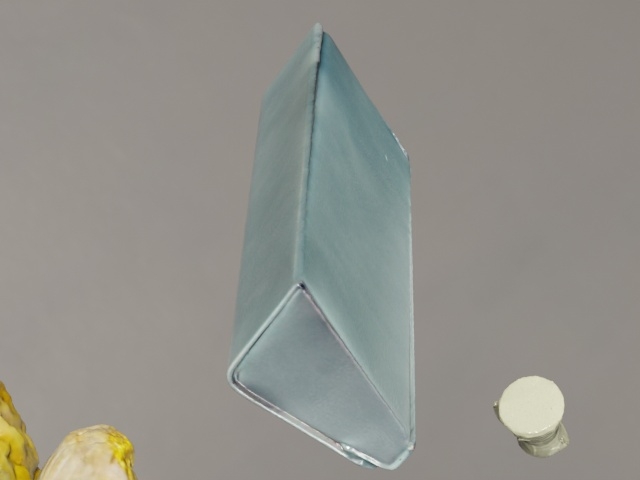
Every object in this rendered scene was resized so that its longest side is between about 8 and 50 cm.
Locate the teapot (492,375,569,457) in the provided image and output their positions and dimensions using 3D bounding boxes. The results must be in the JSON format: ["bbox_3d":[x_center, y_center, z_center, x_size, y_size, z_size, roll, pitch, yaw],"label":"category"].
[{"bbox_3d":[0.185,0.158,1.669,0.083,0.067,0.057,61,-134,-58],"label":"teapot"}]

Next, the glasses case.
[{"bbox_3d":[0.000,0.000,0.929,0.056,0.105,0.266,-26,26,16],"label":"glasses case"}]

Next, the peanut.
[{"bbox_3d":[-0.181,0.242,1.488,0.087,0.087,0.207,-32,51,46],"label":"peanut"}]

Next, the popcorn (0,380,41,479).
[{"bbox_3d":[-0.316,0.195,1.602,0.180,0.180,0.170,-34,27,41],"label":"popcorn"}]
